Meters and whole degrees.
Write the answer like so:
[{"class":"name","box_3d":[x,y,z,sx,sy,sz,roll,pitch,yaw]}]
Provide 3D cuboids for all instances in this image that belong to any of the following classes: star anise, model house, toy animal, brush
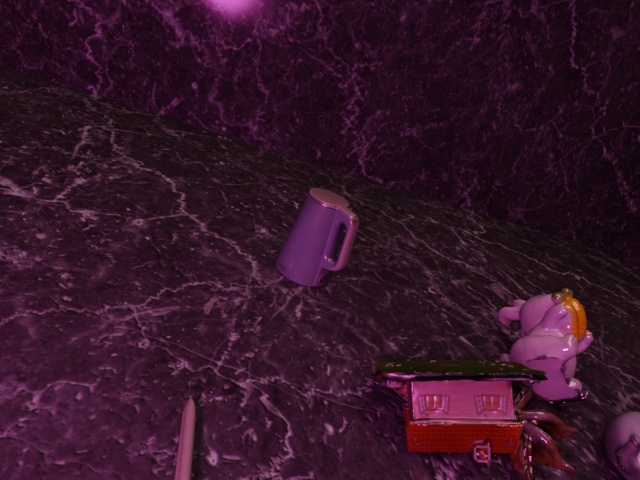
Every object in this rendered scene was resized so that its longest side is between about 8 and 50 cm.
[{"class":"star anise","box_3d":[0.382,0.366,0.897,0.288,0.088,0.288,8,32,-5]},{"class":"model house","box_3d":[0.252,0.310,0.826,0.294,0.153,0.207,-1,-10,6]},{"class":"toy animal","box_3d":[0.587,0.253,1.148,0.183,0.247,0.310,36,39,-6]},{"class":"brush","box_3d":[-0.189,0.325,0.592,0.042,0.039,0.299,11,24,-18]}]

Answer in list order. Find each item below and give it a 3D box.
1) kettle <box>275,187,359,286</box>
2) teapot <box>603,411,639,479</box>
[{"class":"kettle","box_3d":[0.000,0.000,1.186,0.160,0.243,0.210,1,32,-37]},{"class":"teapot","box_3d":[0.717,0.452,0.932,0.295,0.129,0.193,9,27,-24]}]
